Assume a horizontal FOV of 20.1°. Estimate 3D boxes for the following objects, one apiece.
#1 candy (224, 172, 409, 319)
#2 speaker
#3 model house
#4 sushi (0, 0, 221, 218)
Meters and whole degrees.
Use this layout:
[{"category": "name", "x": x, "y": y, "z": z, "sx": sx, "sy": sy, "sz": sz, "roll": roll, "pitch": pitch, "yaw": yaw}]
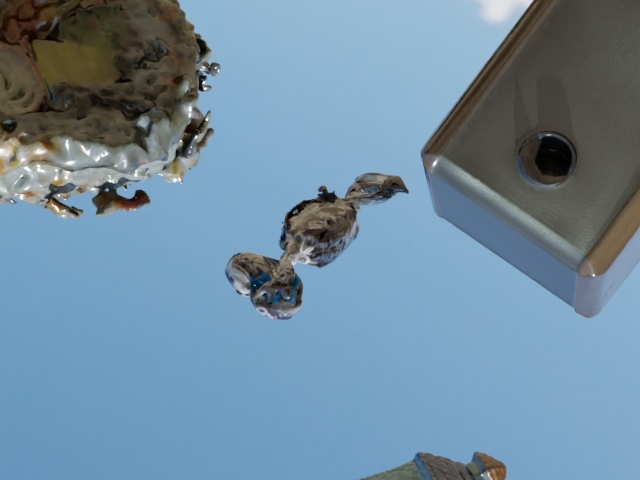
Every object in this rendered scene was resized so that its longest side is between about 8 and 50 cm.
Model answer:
[{"category": "candy", "x": 0.000, "y": 0.000, "z": 1.560, "sx": 0.094, "sy": 0.051, "sz": 0.226, "roll": 10, "pitch": -145, "yaw": 26}, {"category": "speaker", "x": 0.198, "y": -0.085, "z": 1.281, "sx": 0.153, "sy": 0.231, "sz": 0.192, "roll": 36, "pitch": 173, "yaw": 13}, {"category": "model house", "x": 0.100, "y": 0.238, "z": 1.470, "sx": 0.148, "sy": 0.148, "sz": 0.119, "roll": 68, "pitch": 171, "yaw": -21}, {"category": "sushi", "x": -0.298, "y": -0.197, "z": 1.977, "sx": 0.417, "sy": 0.176, "sz": 0.417, "roll": 13, "pitch": -129, "yaw": -16}]
